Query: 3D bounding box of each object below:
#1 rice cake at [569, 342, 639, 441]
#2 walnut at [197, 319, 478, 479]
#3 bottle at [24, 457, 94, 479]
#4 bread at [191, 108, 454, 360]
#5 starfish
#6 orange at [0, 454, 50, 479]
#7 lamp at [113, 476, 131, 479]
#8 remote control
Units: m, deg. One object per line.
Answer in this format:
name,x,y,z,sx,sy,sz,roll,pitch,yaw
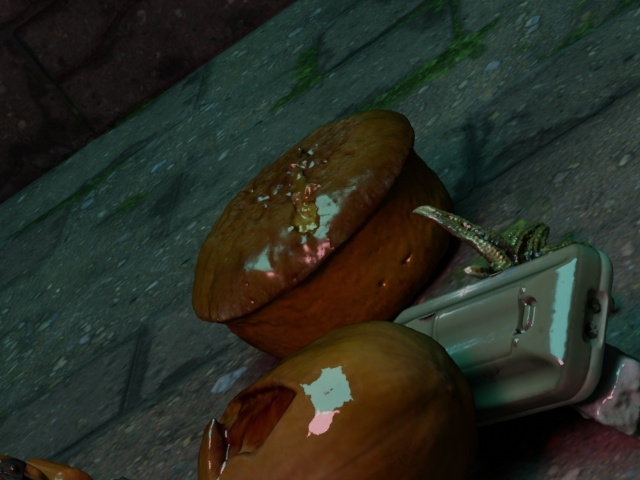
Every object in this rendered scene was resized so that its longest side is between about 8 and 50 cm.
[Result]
rice cake,0.196,0.099,1.684,0.066,0.063,0.336,-58,22,-2
walnut,0.011,0.187,1.620,0.298,0.203,0.203,-48,7,45
bottle,-0.275,0.279,2.120,0.069,0.069,0.187,-46,23,-21
bread,0.004,-0.002,2.115,0.312,0.172,0.312,-38,18,15
starfish,0.180,0.016,1.801,0.223,0.217,0.050,-11,-50,-61
orange,-0.360,0.325,2.001,0.234,0.182,0.234,-43,25,26
lamp,-0.235,0.329,1.885,0.101,0.101,0.250,-17,32,47
remote control,0.135,0.093,1.664,0.335,0.065,0.128,-27,51,62
